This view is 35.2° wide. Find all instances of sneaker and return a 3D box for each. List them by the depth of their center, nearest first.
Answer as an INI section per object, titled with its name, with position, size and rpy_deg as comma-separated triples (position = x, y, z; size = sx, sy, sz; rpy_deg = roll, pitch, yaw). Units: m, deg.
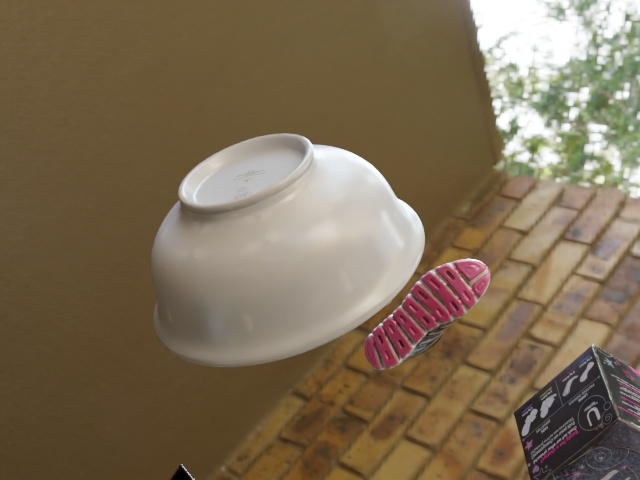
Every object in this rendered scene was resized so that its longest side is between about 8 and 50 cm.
[sneaker]
position = 0.124, 0.082, 1.148
size = 0.170, 0.063, 0.075
rpy_deg = -44, -13, 13

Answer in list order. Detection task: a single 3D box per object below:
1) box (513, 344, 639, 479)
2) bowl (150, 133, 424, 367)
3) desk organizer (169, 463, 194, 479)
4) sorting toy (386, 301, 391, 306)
[box]
position = 0.410, 0.284, 1.345
size = 0.247, 0.142, 0.163
rpy_deg = 31, -61, -21
[bowl]
position = -0.055, -0.017, 1.020
size = 0.298, 0.298, 0.134
rpy_deg = -43, -56, -34
[desk organizer]
position = -0.135, 0.305, 1.095
size = 0.047, 0.130, 0.050
rpy_deg = -30, -53, -22
[sorting toy]
position = 0.000, 0.000, 1.460
size = 0.038, 0.193, 0.208
rpy_deg = -50, -51, -22
